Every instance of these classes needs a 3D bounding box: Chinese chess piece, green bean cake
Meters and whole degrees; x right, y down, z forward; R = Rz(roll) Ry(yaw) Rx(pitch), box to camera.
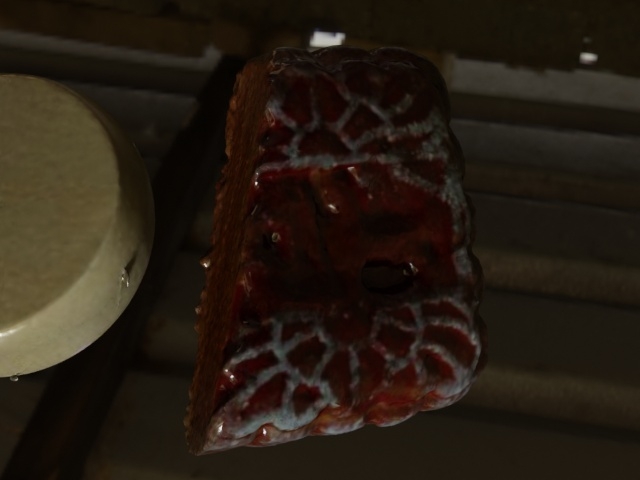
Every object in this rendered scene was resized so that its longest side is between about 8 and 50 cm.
[{"bbox_3d":[-0.276,-0.014,1.097,0.273,0.102,0.273,-3,-113,8],"label":"Chinese chess piece"},{"bbox_3d":[0.000,0.000,0.757,0.198,0.233,0.097,-3,175,-30],"label":"green bean cake"}]
